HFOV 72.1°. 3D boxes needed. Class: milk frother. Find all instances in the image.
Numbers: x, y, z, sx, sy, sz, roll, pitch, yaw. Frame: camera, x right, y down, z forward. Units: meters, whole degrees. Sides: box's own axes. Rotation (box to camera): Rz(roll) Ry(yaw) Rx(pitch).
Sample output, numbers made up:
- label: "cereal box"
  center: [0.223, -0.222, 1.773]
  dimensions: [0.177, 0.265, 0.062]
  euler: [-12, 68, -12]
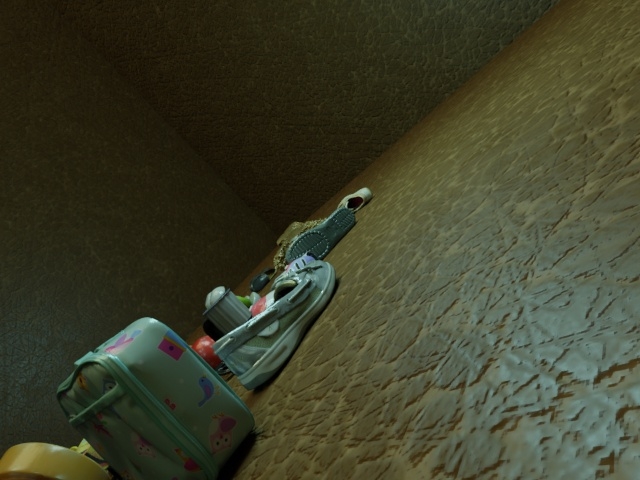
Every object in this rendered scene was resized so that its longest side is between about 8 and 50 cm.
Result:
- label: "milk frother"
  center: [-0.207, 0.206, 0.976]
  dimensions: [0.129, 0.135, 0.143]
  euler: [-43, 6, 10]

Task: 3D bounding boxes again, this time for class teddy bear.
- label: "teddy bear"
  center: [-0.049, 0.014, 1.504]
  dimensions: [0.245, 0.113, 0.338]
  euler: [-54, 17, -21]

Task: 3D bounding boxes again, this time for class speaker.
- label: "speaker"
  center: [-0.063, 0.090, 1.205]
  dimensions: [0.136, 0.055, 0.055]
  euler: [-41, 7, 24]

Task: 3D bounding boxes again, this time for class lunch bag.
- label: "lunch bag"
  center: [-0.237, 0.229, 0.588]
  dimensions: [0.279, 0.224, 0.108]
  euler: [-37, 8, 42]

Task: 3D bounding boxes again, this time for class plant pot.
- label: "plant pot"
  center: [-0.509, 0.498, 0.769]
  dimensions: [0.205, 0.205, 0.188]
  euler: [-41, 22, 27]

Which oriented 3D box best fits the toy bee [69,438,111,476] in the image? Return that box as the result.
- label: "toy bee"
  center: [-0.521, 0.468, 1.043]
  dimensions: [0.195, 0.162, 0.298]
  euler: [-35, 10, -2]

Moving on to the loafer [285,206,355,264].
- label: "loafer"
  center: [0.000, 0.000, 1.301]
  dimensions: [0.251, 0.094, 0.087]
  euler: [-36, -3, -21]

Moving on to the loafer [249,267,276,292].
- label: "loafer"
  center: [-0.248, 0.164, 1.893]
  dimensions: [0.061, 0.062, 0.170]
  euler: [-34, 12, 35]

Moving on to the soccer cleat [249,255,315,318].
- label: "soccer cleat"
  center: [-0.058, 0.114, 0.985]
  dimensions: [0.095, 0.083, 0.248]
  euler: [-2, 26, 34]

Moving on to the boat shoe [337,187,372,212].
- label: "boat shoe"
  center: [0.106, -0.126, 1.529]
  dimensions: [0.170, 0.063, 0.059]
  euler: [-36, 4, 47]

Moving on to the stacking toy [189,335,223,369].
- label: "stacking toy"
  center: [-0.387, 0.354, 1.189]
  dimensions: [0.330, 0.141, 0.141]
  euler: [-30, 10, 19]

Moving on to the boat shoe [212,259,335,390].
- label: "boat shoe"
  center: [-0.068, 0.120, 0.795]
  dimensions: [0.118, 0.103, 0.320]
  euler: [-39, 8, 41]

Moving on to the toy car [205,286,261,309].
- label: "toy car"
  center: [-0.279, 0.227, 1.386]
  dimensions: [0.182, 0.159, 0.136]
  euler: [148, 132, -61]
